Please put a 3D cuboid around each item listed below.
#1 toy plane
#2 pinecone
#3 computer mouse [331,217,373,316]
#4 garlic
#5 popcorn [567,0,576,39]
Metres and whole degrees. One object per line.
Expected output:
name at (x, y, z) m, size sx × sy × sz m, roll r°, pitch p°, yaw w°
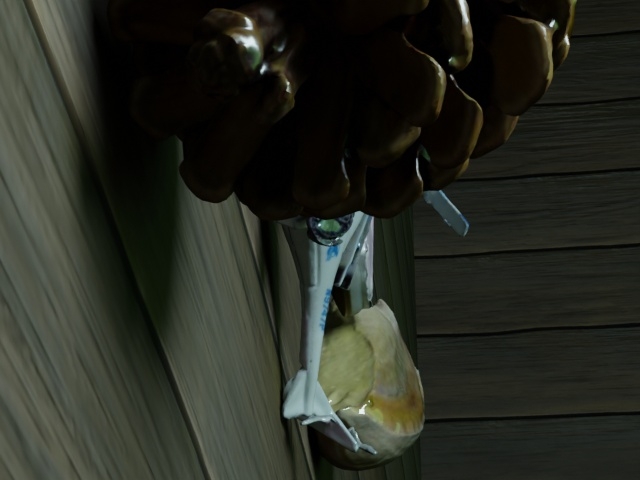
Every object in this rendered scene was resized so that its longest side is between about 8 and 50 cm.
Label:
toy plane at (-0.008, -0.002, 1.041) m, size 0.182 × 0.107 × 0.273 m, roll 43°, pitch -56°, yaw 35°
pinecone at (0.009, -0.093, 0.635) m, size 0.185 × 0.169 × 0.212 m, roll -48°, pitch -166°, yaw 25°
computer mouse at (0.017, -0.058, 1.305) m, size 0.126 × 0.056 × 0.245 m, roll 82°, pitch 9°, yaw -58°
garlic at (0.037, 0.121, 1.294) m, size 0.195 × 0.087 × 0.101 m, roll -78°, pitch 151°, yaw -61°
popcorn at (0.120, -0.237, 1.618) m, size 0.258 × 0.270 × 0.224 m, roll -35°, pitch 132°, yaw -29°
